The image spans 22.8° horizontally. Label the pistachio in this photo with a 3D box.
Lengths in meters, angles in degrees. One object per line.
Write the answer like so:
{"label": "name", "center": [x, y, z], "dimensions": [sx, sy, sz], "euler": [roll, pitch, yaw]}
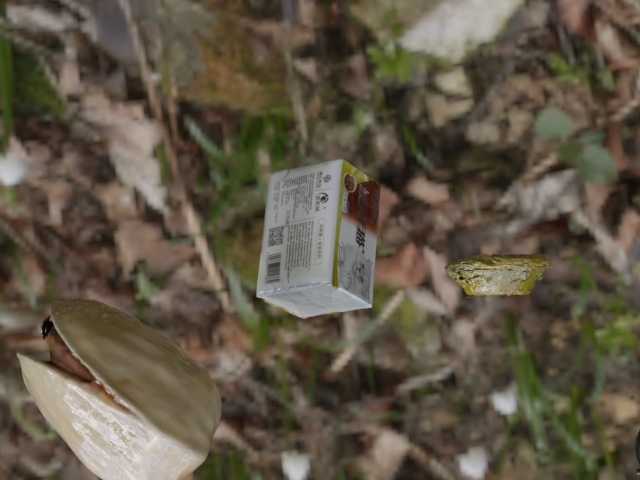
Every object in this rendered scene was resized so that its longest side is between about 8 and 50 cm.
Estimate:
{"label": "pistachio", "center": [-0.203, 0.156, 1.592], "dimensions": [0.157, 0.229, 0.157], "euler": [-49, 165, -18]}

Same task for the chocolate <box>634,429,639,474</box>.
{"label": "chocolate", "center": [0.350, 0.174, 1.383], "dimensions": [0.147, 0.072, 0.070], "euler": [2, 149, 10]}

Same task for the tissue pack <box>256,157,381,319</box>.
{"label": "tissue pack", "center": [0.001, 0.000, 1.758], "dimensions": [0.106, 0.149, 0.099], "euler": [-10, 154, 36]}

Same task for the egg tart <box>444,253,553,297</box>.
{"label": "egg tart", "center": [0.207, 0.040, 1.844], "dimensions": [0.130, 0.052, 0.130], "euler": [-3, 180, 0]}
